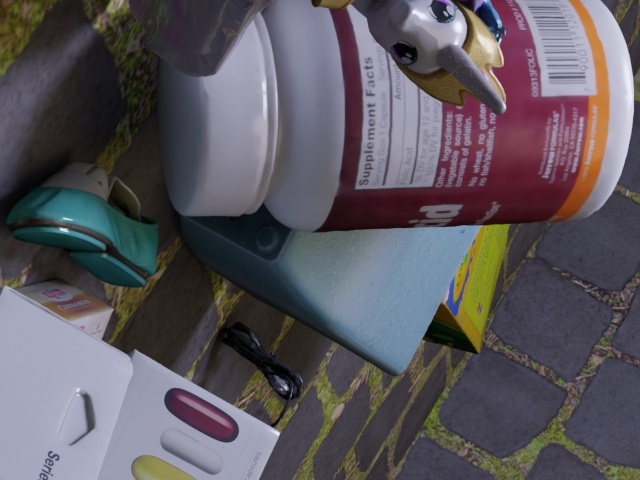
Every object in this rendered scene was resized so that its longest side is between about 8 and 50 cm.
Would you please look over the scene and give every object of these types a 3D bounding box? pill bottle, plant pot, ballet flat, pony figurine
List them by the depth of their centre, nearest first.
[{"bbox_3d":[-0.043,-0.238,0.999,0.303,0.351,0.363,-50,136,10],"label":"pony figurine"},{"bbox_3d":[-0.207,-0.022,1.260,0.247,0.083,0.087,44,50,-72],"label":"ballet flat"},{"bbox_3d":[0.062,-0.120,1.299,0.224,0.392,0.224,178,-90,-73],"label":"pill bottle"},{"bbox_3d":[-0.006,-0.035,1.539,0.252,0.247,0.247,29,89,-55],"label":"plant pot"}]

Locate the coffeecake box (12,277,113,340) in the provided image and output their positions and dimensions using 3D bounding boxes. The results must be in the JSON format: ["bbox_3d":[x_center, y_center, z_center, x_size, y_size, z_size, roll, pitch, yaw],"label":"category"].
[{"bbox_3d":[-0.277,0.137,1.284,0.142,0.068,0.185,-15,130,-66],"label":"coffeecake box"}]

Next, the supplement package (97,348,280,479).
[{"bbox_3d":[-0.180,0.252,1.190,0.204,0.145,0.261,-34,-152,61],"label":"supplement package"}]

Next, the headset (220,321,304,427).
[{"bbox_3d":[-0.185,0.276,1.711,0.394,0.185,0.243,-40,160,-17],"label":"headset"}]

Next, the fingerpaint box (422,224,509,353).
[{"bbox_3d":[0.166,-0.108,1.871,0.371,0.163,0.444,46,58,-72],"label":"fingerpaint box"}]

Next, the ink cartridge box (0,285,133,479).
[{"bbox_3d":[-0.276,0.206,1.055,0.289,0.122,0.211,-51,-164,25],"label":"ink cartridge box"}]
